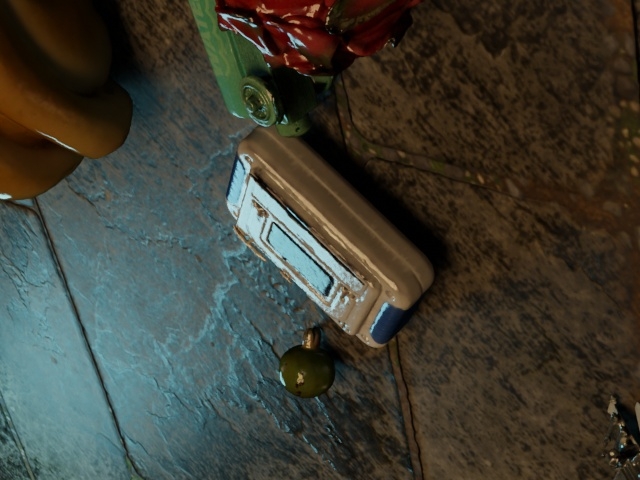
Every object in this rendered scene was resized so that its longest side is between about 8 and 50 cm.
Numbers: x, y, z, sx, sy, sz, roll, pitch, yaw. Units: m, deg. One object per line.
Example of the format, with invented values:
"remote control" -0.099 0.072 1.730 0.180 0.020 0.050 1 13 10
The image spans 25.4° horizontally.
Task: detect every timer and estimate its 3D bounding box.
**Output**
"timer" 0.000 0.000 1.540 0.253 0.078 0.178 43 155 11

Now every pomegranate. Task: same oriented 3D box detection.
"pomegranate" -0.017 0.150 1.737 0.073 0.073 0.085 -26 64 55

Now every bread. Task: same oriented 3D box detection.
"bread" -0.384 -0.264 1.659 0.245 0.329 0.424 -24 107 12

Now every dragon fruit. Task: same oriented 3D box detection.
"dragon fruit" 0.019 -0.268 1.175 0.234 0.234 0.293 49 137 2

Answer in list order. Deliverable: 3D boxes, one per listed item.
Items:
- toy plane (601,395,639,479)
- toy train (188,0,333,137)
"toy plane" 0.318 0.248 1.431 0.234 0.082 0.160 106 144 -50
"toy train" -0.079 -0.222 1.436 0.159 0.101 0.248 21 137 49
